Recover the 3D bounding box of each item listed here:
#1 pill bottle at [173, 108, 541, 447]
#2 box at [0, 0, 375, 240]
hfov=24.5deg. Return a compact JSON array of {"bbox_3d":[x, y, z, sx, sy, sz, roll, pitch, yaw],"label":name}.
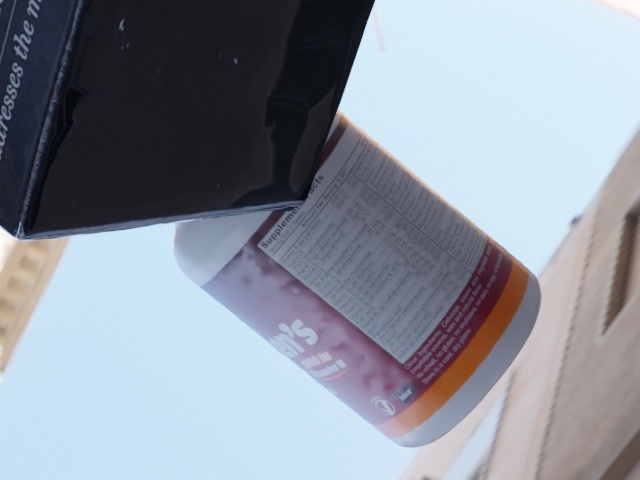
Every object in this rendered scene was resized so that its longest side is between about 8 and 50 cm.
[{"bbox_3d":[0.000,0.000,0.788,0.221,0.121,0.121,39,-147,-8],"label":"pill bottle"},{"bbox_3d":[-0.119,-0.223,0.605,0.312,0.343,0.179,31,-157,31],"label":"box"}]
